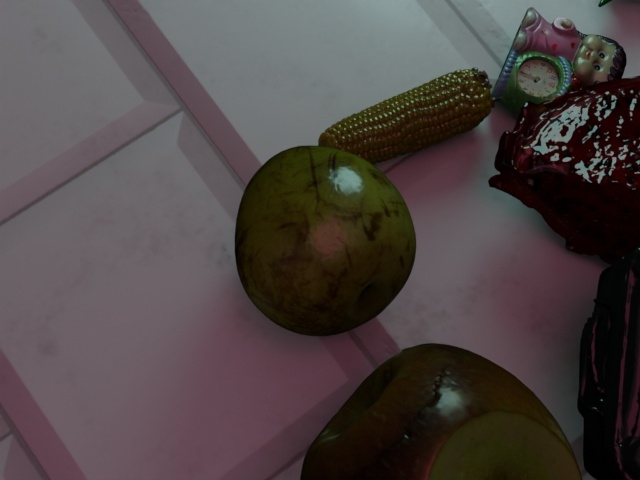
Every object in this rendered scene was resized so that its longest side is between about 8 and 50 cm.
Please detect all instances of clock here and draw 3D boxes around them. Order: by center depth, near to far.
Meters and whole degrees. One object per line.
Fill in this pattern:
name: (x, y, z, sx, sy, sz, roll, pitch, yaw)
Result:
clock: (0.407, -0.282, 1.405, 0.195, 0.100, 0.194, 22, 79, 3)

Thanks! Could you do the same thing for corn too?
corn: (0.143, -0.191, 1.355, 0.305, 0.106, 0.106, -24, 79, -7)

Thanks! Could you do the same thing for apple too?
apple: (0.162, 0.332, 1.082, 0.374, 0.384, 0.374, 4, 106, 13)

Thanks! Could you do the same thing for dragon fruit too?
dragon fruit: (0.444, -0.117, 1.350, 0.329, 0.228, 0.286, 7, 58, 10)

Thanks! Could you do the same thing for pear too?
pear: (0.000, 0.000, 1.219, 0.283, 0.283, 0.284, 1, 76, -5)

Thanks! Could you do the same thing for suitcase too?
suitcase: (0.535, 0.193, 1.156, 0.339, 0.188, 0.345, 9, 77, 2)

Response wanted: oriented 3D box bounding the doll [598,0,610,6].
doll: (0.577, -0.471, 1.461, 0.186, 0.106, 0.134, 3, 80, -21)
